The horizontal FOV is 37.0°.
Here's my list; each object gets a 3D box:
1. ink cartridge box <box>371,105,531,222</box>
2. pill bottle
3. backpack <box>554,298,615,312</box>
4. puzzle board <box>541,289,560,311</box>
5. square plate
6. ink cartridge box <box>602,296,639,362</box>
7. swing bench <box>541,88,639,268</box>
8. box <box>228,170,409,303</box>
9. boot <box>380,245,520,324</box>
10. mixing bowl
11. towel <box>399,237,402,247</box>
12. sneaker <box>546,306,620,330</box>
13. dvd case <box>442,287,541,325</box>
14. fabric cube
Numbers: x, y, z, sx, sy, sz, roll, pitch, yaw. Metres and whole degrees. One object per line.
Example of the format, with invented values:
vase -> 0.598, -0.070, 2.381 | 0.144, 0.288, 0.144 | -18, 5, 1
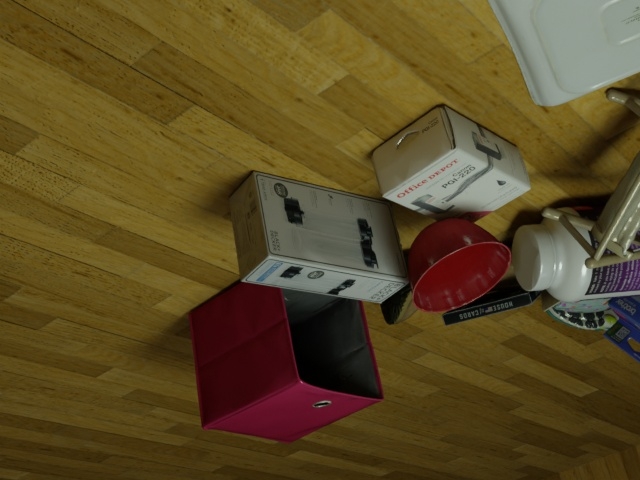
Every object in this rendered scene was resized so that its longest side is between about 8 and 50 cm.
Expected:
ink cartridge box -> 0.214, -0.113, 1.560 | 0.158, 0.092, 0.218 | -33, 142, 33
pill bottle -> 0.538, 0.021, 1.818 | 0.323, 0.181, 0.181 | -4, 149, -14
backpack -> 0.562, 0.092, 2.016 | 0.182, 0.115, 0.152 | 9, 146, -30
puzzle board -> 0.485, 0.073, 1.944 | 0.011, 0.128, 0.096 | 27, 135, -23
square plate -> 0.427, -0.325, 1.315 | 0.347, 0.049, 0.344 | -22, 149, 16
ink cartridge box -> 0.709, 0.105, 1.896 | 0.311, 0.186, 0.065 | -48, 121, 3
swing bench -> 0.552, -0.089, 1.576 | 0.254, 0.165, 0.253 | 5, 124, -25
box -> 0.000, 0.000, 1.601 | 0.290, 0.169, 0.087 | 10, 144, -34
boot -> 0.277, 0.093, 1.944 | 0.269, 0.089, 0.236 | -5, 156, -19
mixing bowl -> 0.216, 0.028, 1.597 | 0.181, 0.098, 0.181 | -17, 145, -12
towel -> 0.089, 0.037, 1.838 | 0.110, 0.027, 0.148 | -2, 148, -18
sneaker -> 0.600, 0.170, 2.184 | 0.275, 0.107, 0.110 | 13, 151, -36
dvd case -> 0.361, 0.127, 1.971 | 0.179, 0.030, 0.238 | -17, 177, 20
fabric cube -> -0.072, 0.228, 1.875 | 0.258, 0.259, 0.254 | -31, 146, 31
